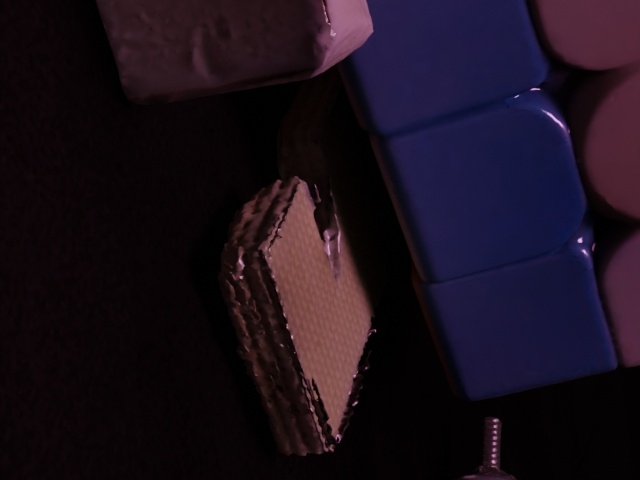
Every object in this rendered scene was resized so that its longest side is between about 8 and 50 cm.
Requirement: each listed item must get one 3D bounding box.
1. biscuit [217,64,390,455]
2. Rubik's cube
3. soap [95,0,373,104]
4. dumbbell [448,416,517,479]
[{"bbox_3d":[0.000,0.000,0.767,0.250,0.046,0.147,-69,147,-52],"label":"biscuit"},{"bbox_3d":[0.201,-0.150,0.844,0.347,0.347,0.344,-90,161,-55],"label":"Rubik's cube"},{"bbox_3d":[-0.055,-0.162,0.574,0.064,0.121,0.183,-55,135,-59],"label":"soap"},{"bbox_3d":[0.129,0.257,0.976,0.081,0.081,0.254,57,33,-49],"label":"dumbbell"}]
